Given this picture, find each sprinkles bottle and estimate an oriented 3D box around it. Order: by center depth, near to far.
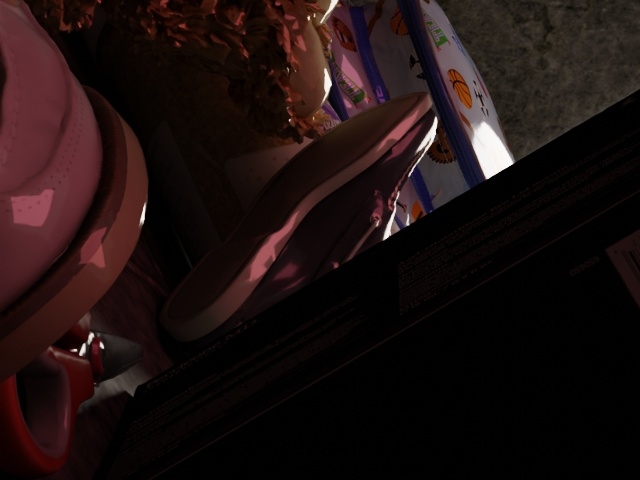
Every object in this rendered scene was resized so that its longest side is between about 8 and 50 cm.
[{"bbox_3d":[-0.032,-0.029,1.140,0.355,0.121,0.121,63,8,28],"label":"sprinkles bottle"}]

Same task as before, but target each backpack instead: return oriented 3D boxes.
[{"bbox_3d":[0.020,-0.056,1.354,0.263,0.213,0.276,20,42,-63],"label":"backpack"}]

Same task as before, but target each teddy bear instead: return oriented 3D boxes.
[{"bbox_3d":[-0.111,-0.182,1.036,0.338,0.113,0.245,25,50,-40],"label":"teddy bear"}]

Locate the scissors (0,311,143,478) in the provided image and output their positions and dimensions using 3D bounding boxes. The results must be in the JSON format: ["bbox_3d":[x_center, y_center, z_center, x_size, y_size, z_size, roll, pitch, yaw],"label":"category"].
[{"bbox_3d":[-0.093,0.053,0.735,0.297,0.021,0.109,82,4,-72],"label":"scissors"}]

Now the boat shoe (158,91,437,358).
[{"bbox_3d":[0.000,0.000,1.028,0.075,0.206,0.065,-7,-57,52],"label":"boat shoe"}]

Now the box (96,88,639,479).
[{"bbox_3d":[0.051,0.054,0.762,0.103,0.261,0.184,58,7,-10],"label":"box"}]

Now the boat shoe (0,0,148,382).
[{"bbox_3d":[-0.134,-0.052,0.561,0.103,0.113,0.302,54,-2,-29],"label":"boat shoe"}]
